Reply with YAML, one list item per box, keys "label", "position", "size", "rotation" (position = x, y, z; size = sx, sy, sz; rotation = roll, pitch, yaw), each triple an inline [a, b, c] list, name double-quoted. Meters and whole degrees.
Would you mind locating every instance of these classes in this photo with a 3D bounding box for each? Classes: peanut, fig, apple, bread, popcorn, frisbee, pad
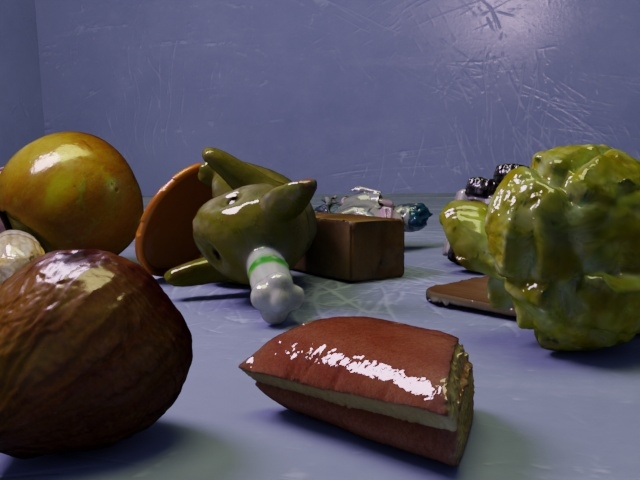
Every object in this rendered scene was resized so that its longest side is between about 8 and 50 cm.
- label: "peanut"
  position: [-0.430, 0.029, 1.162]
  size: [0.087, 0.087, 0.206]
  rotation: [-5, 8, -20]
- label: "fig"
  position: [-0.177, 0.093, 0.508]
  size: [0.146, 0.134, 0.201]
  rotation: [-32, 9, 39]
- label: "apple"
  position: [-0.405, -0.057, 1.319]
  size: [0.207, 0.237, 0.237]
  rotation: [-36, 26, -34]
- label: "bread"
  position: [0.045, 0.091, 0.559]
  size: [0.119, 0.067, 0.192]
  rotation: [-8, 9, -43]
- label: "popcorn"
  position: [0.215, 0.001, 0.747]
  size: [0.212, 0.198, 0.198]
  rotation: [-4, 4, 36]
- label: "frisbee"
  position: [-0.202, -0.034, 1.223]
  size: [0.035, 0.192, 0.192]
  rotation: [33, 24, 27]
- label: "pad"
  position: [0.306, 0.060, 0.944]
  size: [0.284, 0.018, 0.286]
  rotation: [-6, 7, -35]

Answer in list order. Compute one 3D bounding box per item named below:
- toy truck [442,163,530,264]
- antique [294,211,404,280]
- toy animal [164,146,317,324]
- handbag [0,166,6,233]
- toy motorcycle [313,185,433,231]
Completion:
- label: "toy truck"
  position: [0.253, -0.021, 1.144]
  size: [0.111, 0.136, 0.286]
  rotation: [15, -4, -9]
- label: "antique"
  position: [0.000, 0.000, 1.267]
  size: [0.093, 0.087, 0.310]
  rotation: [-4, 6, -32]
- label: "toy animal"
  position: [-0.094, -0.016, 1.033]
  size: [0.180, 0.181, 0.363]
  rotation: [11, 3, -1]
- label: "handbag"
  position: [-0.643, -0.058, 1.612]
  size: [0.205, 0.179, 0.116]
  rotation: [3, 2, 29]
- label: "toy motorcycle"
  position: [0.097, -0.035, 1.487]
  size: [0.204, 0.108, 0.239]
  rotation: [-7, 32, -5]
